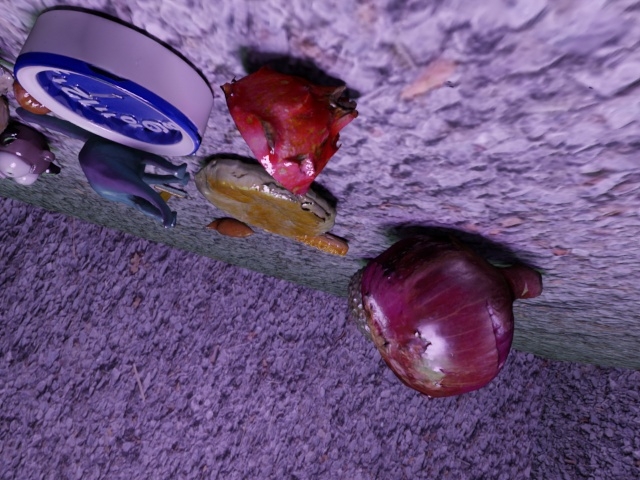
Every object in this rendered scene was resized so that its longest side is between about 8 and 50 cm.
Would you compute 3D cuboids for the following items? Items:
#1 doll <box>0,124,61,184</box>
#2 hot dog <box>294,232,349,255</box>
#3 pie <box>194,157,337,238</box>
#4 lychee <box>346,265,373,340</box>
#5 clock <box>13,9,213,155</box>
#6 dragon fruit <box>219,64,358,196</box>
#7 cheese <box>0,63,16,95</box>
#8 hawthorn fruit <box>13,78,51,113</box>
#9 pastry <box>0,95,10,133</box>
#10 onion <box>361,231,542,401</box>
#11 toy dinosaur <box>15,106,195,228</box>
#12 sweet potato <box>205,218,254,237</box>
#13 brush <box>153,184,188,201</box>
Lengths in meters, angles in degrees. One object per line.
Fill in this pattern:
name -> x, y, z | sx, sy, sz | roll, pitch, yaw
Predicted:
doll -> -0.719, -0.207, 1.096 | 0.257, 0.117, 0.182 | 17, 163, 7
hot dog -> 0.000, 0.000, 1.267 | 0.165, 0.045, 0.071 | 22, 165, -23
pie -> -0.104, -0.079, 0.974 | 0.307, 0.071, 0.306 | 12, 166, 3
lychee -> 0.205, 0.182, 1.421 | 0.274, 0.255, 0.255 | 50, 163, -6
clock -> -0.258, -0.193, 0.634 | 0.231, 0.083, 0.230 | 16, 171, 3
dragon fruit -> -0.023, -0.142, 0.536 | 0.111, 0.153, 0.153 | -34, 149, 14
cheese -> -0.546, -0.285, 0.658 | 0.235, 0.049, 0.127 | 28, 166, -18
hawthorn fruit -> -0.441, -0.230, 0.757 | 0.067, 0.066, 0.103 | 26, 176, -39
pastry -> -0.662, -0.251, 0.864 | 0.182, 0.093, 0.192 | 6, 169, 37
onion -> 0.280, 0.134, 1.001 | 0.385, 0.347, 0.348 | -17, 173, -11
toy dinosaur -> -0.379, -0.134, 0.784 | 0.331, 0.129, 0.383 | 14, -161, -14
sweet potato -> -0.266, -0.039, 1.439 | 0.055, 0.058, 0.202 | -29, -154, -37
brush -> -0.420, -0.126, 1.336 | 0.083, 0.010, 0.218 | 20, 169, -22
